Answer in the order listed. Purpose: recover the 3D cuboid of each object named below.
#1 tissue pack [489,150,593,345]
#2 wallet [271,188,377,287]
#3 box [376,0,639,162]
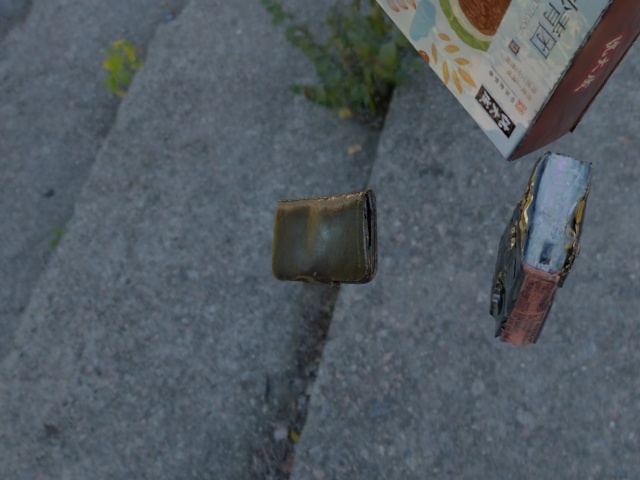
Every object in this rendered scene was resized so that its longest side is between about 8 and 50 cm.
[{"bbox_3d":[0.380,0.025,1.640,0.123,0.332,0.245,15,65,9],"label":"tissue pack"},{"bbox_3d":[0.000,0.000,1.356,0.255,0.031,0.137,-1,87,58],"label":"wallet"},{"bbox_3d":[0.222,-0.355,1.142,0.122,0.344,0.385,-25,68,-25],"label":"box"}]
